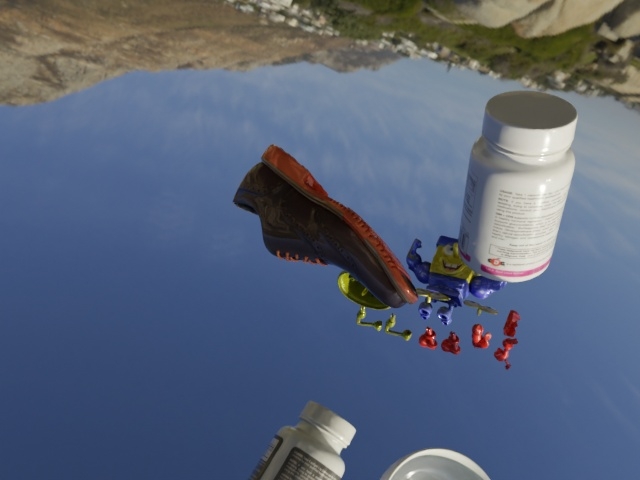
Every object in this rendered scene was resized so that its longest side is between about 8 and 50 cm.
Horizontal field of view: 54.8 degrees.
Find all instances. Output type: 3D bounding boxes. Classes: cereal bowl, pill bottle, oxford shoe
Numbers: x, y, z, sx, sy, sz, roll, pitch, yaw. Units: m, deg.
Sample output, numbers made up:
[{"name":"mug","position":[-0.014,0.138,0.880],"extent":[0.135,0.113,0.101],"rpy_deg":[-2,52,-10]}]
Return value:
[{"name":"cereal bowl","position":[0.261,0.671,1.466],"extent":[0.338,0.141,0.339],"rpy_deg":[6,-111,-15]},{"name":"pill bottle","position":[-0.056,0.526,1.367],"extent":[0.176,0.319,0.176],"rpy_deg":[30,161,12]},{"name":"pill bottle","position":[0.319,-0.085,1.007],"extent":[0.160,0.283,0.160],"rpy_deg":[-1,-142,1]},{"name":"oxford shoe","position":[0.000,0.000,0.703],"extent":[0.271,0.098,0.097],"rpy_deg":[44,180,35]}]

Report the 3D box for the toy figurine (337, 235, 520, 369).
[{"name":"toy figurine","position":[0.244,0.080,1.234],"extent":[0.362,0.191,0.217],"rpy_deg":[12,-126,33]}]
